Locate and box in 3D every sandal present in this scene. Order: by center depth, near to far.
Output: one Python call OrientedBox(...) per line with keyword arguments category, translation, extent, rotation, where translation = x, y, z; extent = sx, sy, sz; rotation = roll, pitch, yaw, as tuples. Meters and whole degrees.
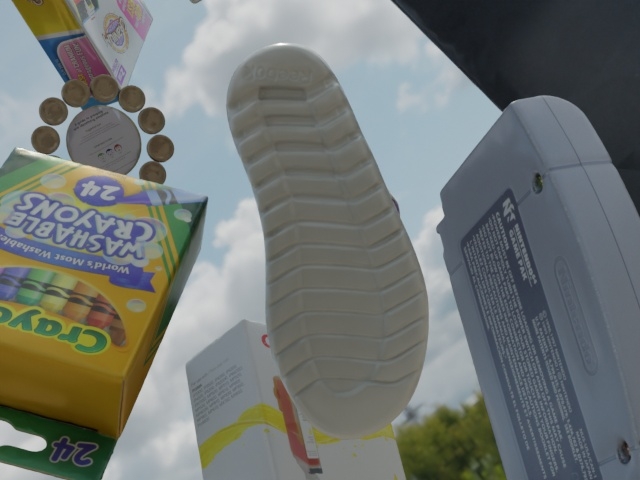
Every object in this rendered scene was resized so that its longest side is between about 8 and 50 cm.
OrientedBox(category="sandal", translation=(0.015, -0.003, 1.219), extent=(0.169, 0.416, 0.102), rotation=(-11, 2, 7))

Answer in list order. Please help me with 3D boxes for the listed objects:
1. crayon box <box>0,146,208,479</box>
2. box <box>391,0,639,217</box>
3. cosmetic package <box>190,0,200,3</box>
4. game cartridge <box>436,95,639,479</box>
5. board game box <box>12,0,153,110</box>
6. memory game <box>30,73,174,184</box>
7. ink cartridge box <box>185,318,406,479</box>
OrientedBox(category="crayon box", translation=(-0.242, 0.054, 1.052), extent=(0.323, 0.203, 0.083), rotation=(-74, -2, -51))
OrientedBox(category="box", translation=(0.389, -0.221, 1.311), extent=(0.297, 0.480, 0.472), rotation=(-49, -23, 19))
OrientedBox(category="cosmetic package", translation=(-0.105, -0.338, 1.014), extent=(0.151, 0.183, 0.151), rotation=(-31, -38, -9))
OrientedBox(category="game cartridge", translation=(0.159, 0.066, 0.760), extent=(0.060, 0.294, 0.196), rotation=(-9, -20, -14))
OrientedBox(category="board game box", translation=(-0.346, -0.365, 1.555), extent=(0.064, 0.316, 0.242), rotation=(-18, 33, 17))
OrientedBox(category="memory game", translation=(-0.278, -0.122, 1.483), extent=(0.186, 0.186, 0.012), rotation=(-30, 5, -26))
OrientedBox(category="ink cartridge box", translation=(-0.025, 0.331, 1.719), extent=(0.279, 0.384, 0.160), rotation=(15, -41, -41))
